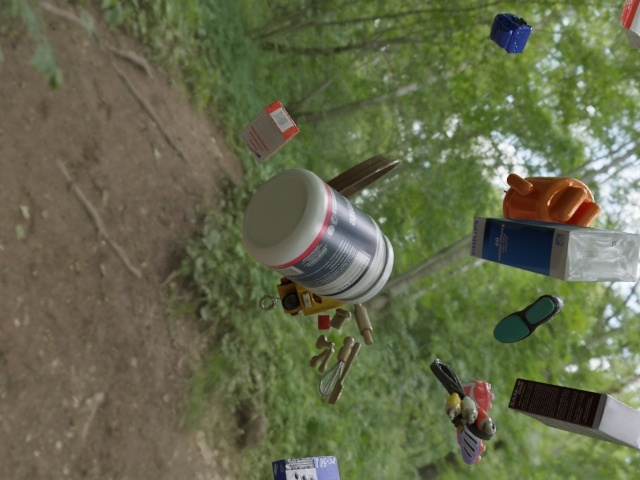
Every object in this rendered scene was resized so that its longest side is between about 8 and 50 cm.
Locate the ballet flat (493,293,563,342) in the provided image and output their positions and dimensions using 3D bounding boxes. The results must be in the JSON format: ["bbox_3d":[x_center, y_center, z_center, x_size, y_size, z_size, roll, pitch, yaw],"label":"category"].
[{"bbox_3d":[0.520,0.195,1.664,0.074,0.074,0.203,53,-48,9],"label":"ballet flat"}]

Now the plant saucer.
[{"bbox_3d":[0.062,-0.130,1.580,0.041,0.277,0.278,60,-9,1],"label":"plant saucer"}]

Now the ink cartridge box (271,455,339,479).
[{"bbox_3d":[-0.033,0.606,1.713,0.207,0.046,0.097,18,54,-48],"label":"ink cartridge box"}]

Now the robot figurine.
[{"bbox_3d":[0.439,-0.064,1.305,0.219,0.157,0.128,-160,-108,-73],"label":"robot figurine"}]

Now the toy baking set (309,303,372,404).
[{"bbox_3d":[0.051,0.250,1.511,0.030,0.197,0.256,30,16,-22],"label":"toy baking set"}]

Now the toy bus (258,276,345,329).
[{"bbox_3d":[-0.029,0.132,1.630,0.190,0.202,0.104,28,8,-7],"label":"toy bus"}]

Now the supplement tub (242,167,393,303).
[{"bbox_3d":[0.000,0.000,1.297,0.272,0.191,0.191,33,8,-44],"label":"supplement tub"}]

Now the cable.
[{"bbox_3d":[0.333,0.358,1.551,0.139,0.072,0.287,24,21,-7],"label":"cable"}]

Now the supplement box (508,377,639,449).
[{"bbox_3d":[0.516,0.348,1.364,0.130,0.073,0.239,28,-15,-23],"label":"supplement box"}]

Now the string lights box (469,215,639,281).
[{"bbox_3d":[0.369,0.009,1.092,0.259,0.133,0.077,-161,-106,-71],"label":"string lights box"}]

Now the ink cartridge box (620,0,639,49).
[{"bbox_3d":[0.799,-0.578,1.660,0.045,0.146,0.179,20,0,33],"label":"ink cartridge box"}]

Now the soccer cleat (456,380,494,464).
[{"bbox_3d":[0.371,0.458,1.693,0.083,0.095,0.248,-86,180,-64],"label":"soccer cleat"}]

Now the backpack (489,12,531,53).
[{"bbox_3d":[0.574,-0.646,2.066,0.120,0.101,0.098,-116,-148,-41],"label":"backpack"}]

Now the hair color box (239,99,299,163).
[{"bbox_3d":[-0.129,-0.265,1.656,0.093,0.053,0.167,55,-33,-5],"label":"hair color box"}]
